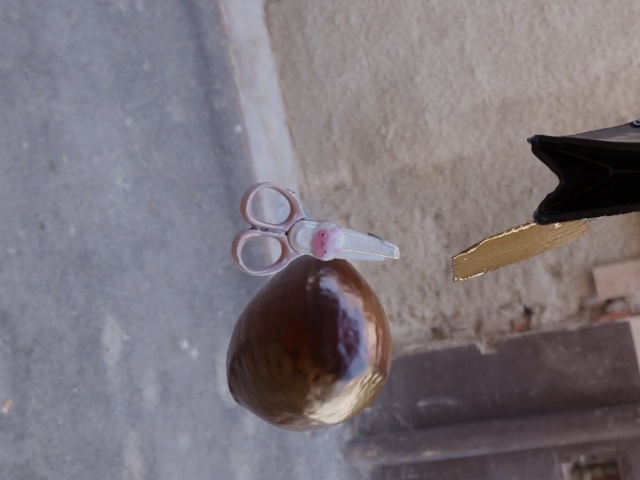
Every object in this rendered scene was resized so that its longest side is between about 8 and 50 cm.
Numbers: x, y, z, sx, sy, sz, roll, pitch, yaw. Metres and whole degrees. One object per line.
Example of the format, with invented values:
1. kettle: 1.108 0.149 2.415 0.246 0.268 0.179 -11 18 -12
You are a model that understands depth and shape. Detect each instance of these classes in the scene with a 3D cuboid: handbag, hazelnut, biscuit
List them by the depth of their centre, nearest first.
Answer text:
1. handbag: 0.463 -0.086 1.214 0.303 0.329 0.121 -11 102 -42
2. biscuit: 0.318 0.004 1.535 0.232 0.237 0.013 59 11 -73
3. hazelnut: -0.020 0.225 2.168 0.421 0.353 0.420 -165 -90 -89

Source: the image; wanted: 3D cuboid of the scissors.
1. scissors: 0.000 0.000 1.262 0.242 0.030 0.118 11 94 -31
